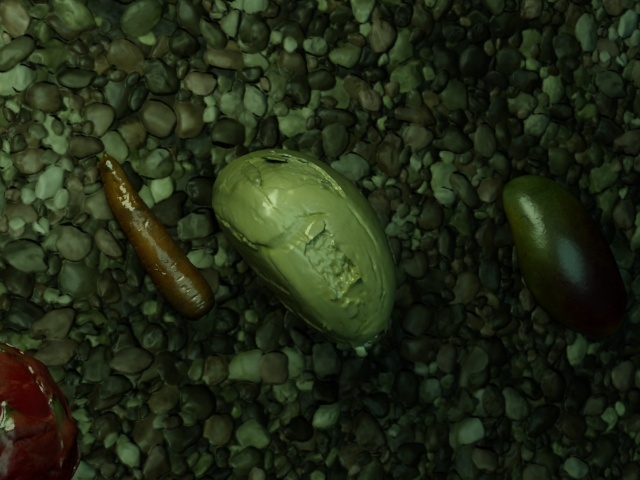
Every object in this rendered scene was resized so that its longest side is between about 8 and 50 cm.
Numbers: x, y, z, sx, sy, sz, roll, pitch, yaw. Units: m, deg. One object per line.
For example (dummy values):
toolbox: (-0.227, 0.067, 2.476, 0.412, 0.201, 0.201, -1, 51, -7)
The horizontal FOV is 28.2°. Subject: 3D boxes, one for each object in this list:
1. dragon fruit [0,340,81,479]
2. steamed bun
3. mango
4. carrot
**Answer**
dragon fruit: (-0.406, 0.219, 1.428, 0.244, 0.244, 0.299, -43, 86, -16)
steamed bun: (0.000, 0.000, 1.598, 0.166, 0.232, 0.273, -42, 107, -10)
mango: (0.344, 0.026, 1.805, 0.133, 0.111, 0.267, -33, 98, -7)
carrot: (-0.214, -0.002, 1.606, 0.059, 0.059, 0.247, -36, 100, -18)
